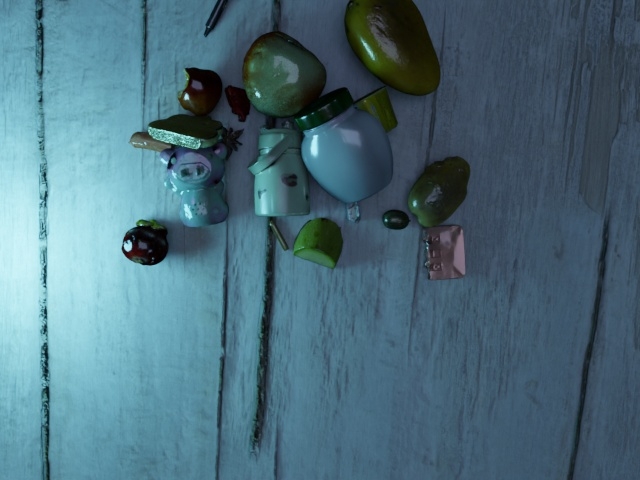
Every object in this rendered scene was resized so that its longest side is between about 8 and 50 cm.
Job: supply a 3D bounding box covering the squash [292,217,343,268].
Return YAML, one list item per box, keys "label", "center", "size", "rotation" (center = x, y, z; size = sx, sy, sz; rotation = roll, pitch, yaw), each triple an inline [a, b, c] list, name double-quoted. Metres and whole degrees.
- label: "squash"
  center: [0.001, 0.006, 1.883]
  size: [0.191, 0.085, 0.184]
  rotation: [18, 95, -6]

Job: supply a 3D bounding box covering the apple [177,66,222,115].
- label: "apple"
  center: [-0.435, -0.539, 1.773]
  size: [0.146, 0.156, 0.159]
  rotation: [12, 116, 0]

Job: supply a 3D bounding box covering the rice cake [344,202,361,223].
- label: "rice cake"
  center: [0.097, -0.243, 1.871]
  size: [0.056, 0.073, 0.366]
  rotation: [-13, 96, 1]

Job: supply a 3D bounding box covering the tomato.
- label: "tomato"
  center: [-0.137, -0.595, 1.738]
  size: [0.302, 0.239, 0.304]
  rotation: [0, 94, 1]

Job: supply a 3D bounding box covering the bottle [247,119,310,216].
- label: "bottle"
  center: [-0.152, -0.263, 1.783]
  size: [0.228, 0.229, 0.353]
  rotation: [-2, 95, -3]

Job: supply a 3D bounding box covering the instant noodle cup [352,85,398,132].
- label: "instant noodle cup"
  center: [0.187, -0.459, 1.799]
  size: [0.204, 0.205, 0.153]
  rotation: [-31, 103, 0]

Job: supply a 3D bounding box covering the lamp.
- label: "lamp"
  center: [-0.448, -0.202, 1.763]
  size: [0.246, 0.247, 0.302]
  rotation: [-6, 103, 0]

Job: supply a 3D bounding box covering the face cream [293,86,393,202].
- label: "face cream"
  center: [0.080, -0.320, 1.691]
  size: [0.312, 0.220, 0.357]
  rotation: [-16, 117, 30]

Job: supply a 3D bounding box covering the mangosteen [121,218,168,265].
- label: "mangosteen"
  center: [-0.647, 0.001, 1.817]
  size: [0.165, 0.166, 0.180]
  rotation: [11, 71, -4]

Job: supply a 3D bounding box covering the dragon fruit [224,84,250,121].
- label: "dragon fruit"
  center: [-0.314, -0.514, 1.824]
  size: [0.096, 0.063, 0.132]
  rotation: [1, 96, -3]

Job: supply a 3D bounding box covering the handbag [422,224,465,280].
- label: "handbag"
  center: [0.489, 0.046, 1.929]
  size: [0.157, 0.059, 0.213]
  rotation: [-5, 94, -4]

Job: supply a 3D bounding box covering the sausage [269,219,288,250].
- label: "sausage"
  center: [-0.163, -0.020, 1.901]
  size: [0.024, 0.024, 0.133]
  rotation: [-28, 98, 0]

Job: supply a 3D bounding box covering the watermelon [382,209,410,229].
- label: "watermelon"
  center: [0.295, -0.080, 1.897]
  size: [0.110, 0.078, 0.078]
  rotation: [7, 95, -5]

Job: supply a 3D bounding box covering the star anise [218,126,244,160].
- label: "star anise"
  center: [-0.346, -0.367, 1.843]
  size: [0.124, 0.056, 0.130]
  rotation: [13, 100, 21]

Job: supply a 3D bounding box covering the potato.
- label: "potato"
  center: [0.459, -0.193, 1.865]
  size: [0.191, 0.141, 0.296]
  rotation: [35, 90, -7]

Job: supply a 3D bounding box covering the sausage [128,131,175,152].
- label: "sausage"
  center: [-0.634, -0.367, 1.823]
  size: [0.169, 0.065, 0.065]
  rotation: [12, 95, -5]

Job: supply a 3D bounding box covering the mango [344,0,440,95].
- label: "mango"
  center: [0.270, -0.711, 1.755]
  size: [0.445, 0.220, 0.301]
  rotation: [48, 63, -11]

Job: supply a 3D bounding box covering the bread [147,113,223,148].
- label: "bread"
  center: [-0.466, -0.399, 1.756]
  size: [0.286, 0.207, 0.056]
  rotation: [20, 128, 23]

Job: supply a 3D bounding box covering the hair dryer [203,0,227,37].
- label: "hair dryer"
  center: [-0.382, -0.876, 1.789]
  size: [0.128, 0.070, 0.256]
  rotation: [31, 98, -5]
